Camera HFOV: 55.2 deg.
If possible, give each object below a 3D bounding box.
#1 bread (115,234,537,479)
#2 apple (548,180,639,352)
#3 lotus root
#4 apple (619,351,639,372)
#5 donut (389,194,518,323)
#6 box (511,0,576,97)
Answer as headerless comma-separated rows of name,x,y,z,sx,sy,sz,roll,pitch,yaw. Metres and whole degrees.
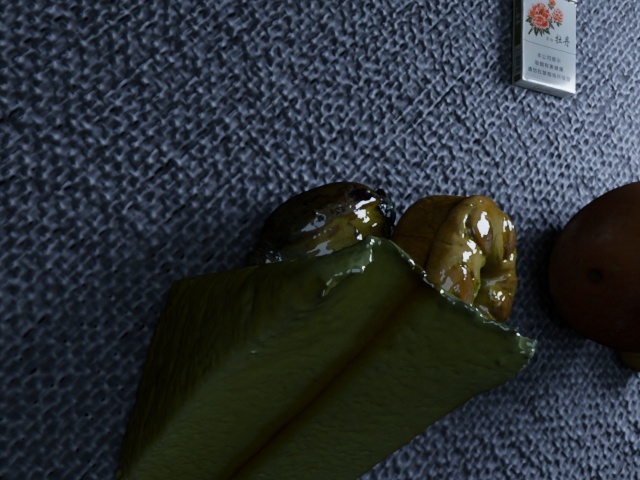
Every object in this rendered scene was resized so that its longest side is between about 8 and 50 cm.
bread,-0.016,0.149,0.538,0.233,0.361,0.245,20,73,-22
apple,0.447,0.036,0.834,0.253,0.253,0.254,3,82,-24
lotus root,0.000,0.000,0.699,0.209,0.120,0.120,-27,95,-29
apple,0.500,0.163,0.930,0.084,0.071,0.084,3,82,-24
donut,0.154,0.054,0.725,0.226,0.113,0.227,-19,115,-49
box,0.344,-0.326,0.942,0.109,0.029,0.198,7,82,-24
